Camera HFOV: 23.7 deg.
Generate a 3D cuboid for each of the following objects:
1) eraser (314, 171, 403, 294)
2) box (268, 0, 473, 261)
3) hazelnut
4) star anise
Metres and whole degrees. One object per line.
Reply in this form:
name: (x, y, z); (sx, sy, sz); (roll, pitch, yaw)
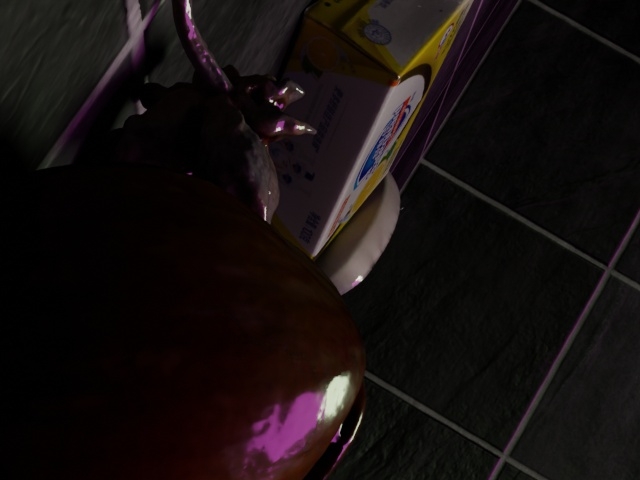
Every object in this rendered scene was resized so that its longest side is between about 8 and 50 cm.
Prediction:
eraser: (-0.001, -0.001, 1.515); (0.204, 0.059, 0.243); (-36, -165, 0)
box: (0.027, -0.125, 1.366); (0.168, 0.097, 0.265); (-50, 170, -43)
hazelnut: (-0.087, 0.055, 0.758); (0.218, 0.218, 0.234); (-60, -156, 3)
star anise: (-0.049, -0.120, 0.815); (0.218, 0.148, 0.227); (-26, 136, -12)
